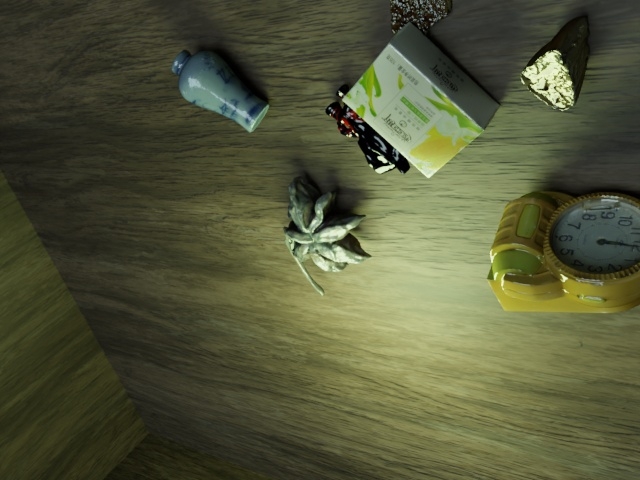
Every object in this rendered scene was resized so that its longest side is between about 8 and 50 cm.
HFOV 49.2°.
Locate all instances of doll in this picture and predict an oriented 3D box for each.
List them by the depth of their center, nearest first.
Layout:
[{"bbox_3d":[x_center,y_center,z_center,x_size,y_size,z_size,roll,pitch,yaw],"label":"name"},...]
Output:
[{"bbox_3d":[0.121,-0.249,1.605,0.248,0.088,0.127,45,162,15],"label":"doll"}]

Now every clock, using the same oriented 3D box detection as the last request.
[{"bbox_3d":[0.515,0.025,1.384,0.317,0.244,0.200,4,146,33],"label":"clock"}]

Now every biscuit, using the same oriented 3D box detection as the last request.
[{"bbox_3d":[0.195,-0.486,1.378,0.131,0.026,0.237,18,132,31],"label":"biscuit"}]

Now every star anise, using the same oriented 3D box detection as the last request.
[{"bbox_3d":[0.000,0.000,1.867,0.315,0.139,0.359,-10,116,52],"label":"star anise"}]

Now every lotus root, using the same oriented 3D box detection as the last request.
[{"bbox_3d":[0.422,-0.319,1.249,0.095,0.135,0.159,17,146,31],"label":"lotus root"}]

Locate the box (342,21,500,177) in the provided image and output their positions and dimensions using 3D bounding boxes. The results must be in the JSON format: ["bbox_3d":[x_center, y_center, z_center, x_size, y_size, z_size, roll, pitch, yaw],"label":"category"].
[{"bbox_3d":[0.207,-0.287,1.456,0.260,0.111,0.194,39,142,-5],"label":"box"}]

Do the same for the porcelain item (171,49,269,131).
[{"bbox_3d":[-0.258,-0.384,1.774,0.259,0.141,0.141,35,140,0],"label":"porcelain item"}]
